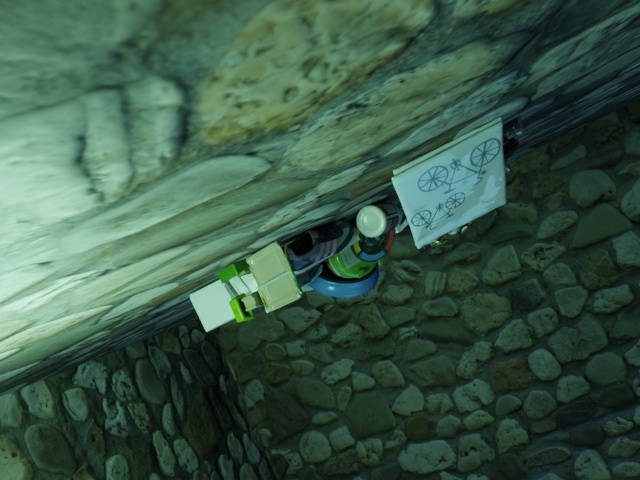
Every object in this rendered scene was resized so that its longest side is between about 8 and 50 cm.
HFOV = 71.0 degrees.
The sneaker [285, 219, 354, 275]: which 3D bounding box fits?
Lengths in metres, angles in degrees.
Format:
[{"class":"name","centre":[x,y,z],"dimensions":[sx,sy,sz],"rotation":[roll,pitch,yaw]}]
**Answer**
[{"class":"sneaker","centre":[0.000,0.000,1.605],"dimensions":[0.318,0.112,0.131],"rotation":[-36,149,-25]}]

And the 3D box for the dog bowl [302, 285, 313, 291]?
[{"class":"dog bowl","centre":[-0.096,0.177,2.372],"dimensions":[0.264,0.105,0.265],"rotation":[-11,-165,3]}]

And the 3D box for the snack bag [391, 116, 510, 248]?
[{"class":"snack bag","centre":[0.383,-0.146,1.277],"dimensions":[0.322,0.037,0.343],"rotation":[-28,138,5]}]

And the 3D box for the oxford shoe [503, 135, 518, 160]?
[{"class":"oxford shoe","centre":[0.620,-0.322,1.542],"dimensions":[0.098,0.097,0.271],"rotation":[-50,170,23]}]

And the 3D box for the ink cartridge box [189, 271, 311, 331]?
[{"class":"ink cartridge box","centre":[-0.268,0.188,1.784],"dimensions":[0.394,0.167,0.285],"rotation":[-26,175,11]}]

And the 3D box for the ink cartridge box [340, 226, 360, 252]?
[{"class":"ink cartridge box","centre":[0.071,-0.006,1.790],"dimensions":[0.104,0.062,0.181],"rotation":[-32,-167,-15]}]

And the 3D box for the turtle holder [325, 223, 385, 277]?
[{"class":"turtle holder","centre":[0.149,0.024,2.077],"dimensions":[0.227,0.243,0.321],"rotation":[-8,-132,59]}]

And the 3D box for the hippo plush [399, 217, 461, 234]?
[{"class":"hippo plush","centre":[0.436,-0.164,1.778],"dimensions":[0.293,0.235,0.236],"rotation":[8,171,30]}]

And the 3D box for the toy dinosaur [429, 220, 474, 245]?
[{"class":"toy dinosaur","centre":[0.414,-0.131,1.424],"dimensions":[0.322,0.218,0.164],"rotation":[-62,-168,10]}]

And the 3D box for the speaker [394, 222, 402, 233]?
[{"class":"speaker","centre":[0.323,-0.095,2.012],"dimensions":[0.055,0.136,0.055],"rotation":[-25,176,-2]}]

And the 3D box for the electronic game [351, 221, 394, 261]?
[{"class":"electronic game","centre":[0.226,-0.017,1.935],"dimensions":[0.229,0.230,0.048],"rotation":[-24,-156,-22]}]

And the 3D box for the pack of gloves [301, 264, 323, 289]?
[{"class":"pack of gloves","centre":[-0.115,0.135,1.961],"dimensions":[0.232,0.195,0.046],"rotation":[-41,137,-16]}]

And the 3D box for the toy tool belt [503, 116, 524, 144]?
[{"class":"toy tool belt","centre":[0.558,-0.328,1.328],"dimensions":[0.083,0.052,0.051],"rotation":[-31,142,21]}]

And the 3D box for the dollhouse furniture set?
[{"class":"dollhouse furniture set","centre":[-0.164,0.127,1.484],"dimensions":[0.301,0.198,0.151],"rotation":[-28,173,33]}]

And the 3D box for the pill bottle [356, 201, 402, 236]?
[{"class":"pill bottle","centre":[0.236,-0.086,1.745],"dimensions":[0.121,0.121,0.221],"rotation":[-28,175,30]}]

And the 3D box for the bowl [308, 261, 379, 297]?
[{"class":"bowl","centre":[0.099,0.128,2.222],"dimensions":[0.390,0.391,0.077],"rotation":[-22,131,-36]}]
